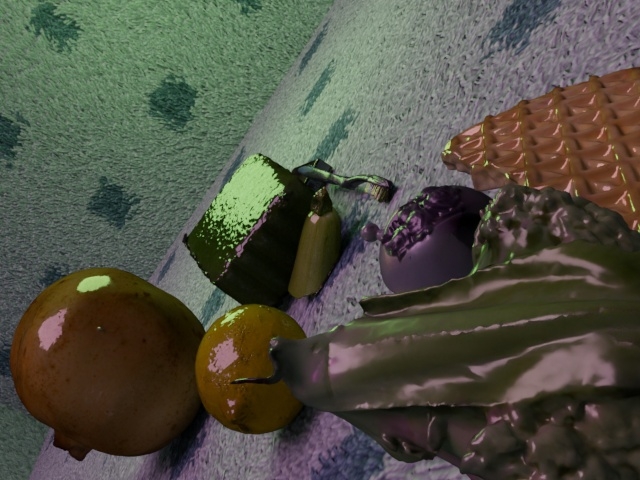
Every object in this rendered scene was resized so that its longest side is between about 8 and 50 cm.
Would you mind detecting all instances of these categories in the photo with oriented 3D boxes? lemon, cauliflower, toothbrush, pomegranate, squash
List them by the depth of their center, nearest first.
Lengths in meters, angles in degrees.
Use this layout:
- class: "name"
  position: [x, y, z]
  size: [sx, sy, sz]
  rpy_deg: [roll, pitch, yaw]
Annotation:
- class: "cauliflower"
  position: [0.102, 0.092, 0.470]
  size: [0.239, 0.315, 0.256]
  rpy_deg: [-2, -86, -70]
- class: "lemon"
  position: [-0.093, 0.183, 1.056]
  size: [0.173, 0.173, 0.206]
  rpy_deg: [-47, 16, 35]
- class: "squash"
  position: [0.002, 0.002, 1.266]
  size: [0.090, 0.075, 0.200]
  rpy_deg: [-52, -22, -66]
- class: "toothbrush"
  position: [0.034, -0.112, 1.367]
  size: [0.042, 0.035, 0.413]
  rpy_deg: [-63, 23, -1]
- class: "pomegranate"
  position: [-0.428, 0.258, 1.526]
  size: [0.417, 0.416, 0.417]
  rpy_deg: [-51, 18, 25]

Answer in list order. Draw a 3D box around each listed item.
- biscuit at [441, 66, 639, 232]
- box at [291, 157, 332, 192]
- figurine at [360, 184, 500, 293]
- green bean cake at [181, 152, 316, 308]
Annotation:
- class: "biscuit"
  position: [0.240, -0.087, 0.622]
  size: [0.204, 0.040, 0.309]
  rpy_deg: [-31, 26, -7]
- class: "box"
  position: [-0.091, -0.020, 1.613]
  size: [0.325, 0.047, 0.180]
  rpy_deg: [-62, 16, -11]
- class: "figurine"
  position: [0.159, 0.003, 0.716]
  size: [0.194, 0.133, 0.274]
  rpy_deg: [-48, 17, -13]
- class: "green bean cake"
  position: [-0.113, -0.016, 1.416]
  size: [0.250, 0.156, 0.247]
  rpy_deg: [-51, 33, 0]
